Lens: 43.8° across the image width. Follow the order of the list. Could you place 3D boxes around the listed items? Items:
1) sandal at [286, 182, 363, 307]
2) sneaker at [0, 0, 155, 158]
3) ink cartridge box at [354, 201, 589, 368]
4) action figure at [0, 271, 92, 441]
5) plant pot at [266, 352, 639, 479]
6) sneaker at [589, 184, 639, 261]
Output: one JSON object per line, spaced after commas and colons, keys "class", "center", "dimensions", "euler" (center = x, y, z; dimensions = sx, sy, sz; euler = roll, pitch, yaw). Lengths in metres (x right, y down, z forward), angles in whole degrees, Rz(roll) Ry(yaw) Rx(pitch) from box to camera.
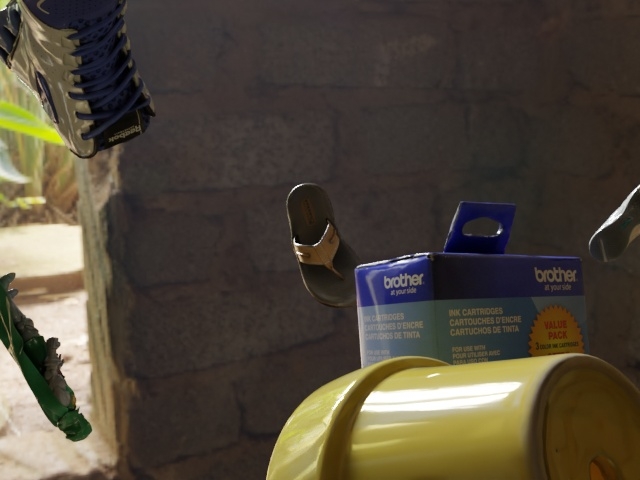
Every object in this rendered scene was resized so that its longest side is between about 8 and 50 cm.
{"class": "sandal", "center": [0.000, 0.000, 1.144], "dimensions": [0.090, 0.219, 0.060], "euler": [-23, -29, 9]}
{"class": "sneaker", "center": [-0.227, -0.189, 0.799], "dimensions": [0.127, 0.182, 0.315], "euler": [-40, 12, -26]}
{"class": "ink cartridge box", "center": [0.192, 0.156, 0.970], "dimensions": [0.270, 0.395, 0.151], "euler": [1, -9, -35]}
{"class": "action figure", "center": [-0.353, 0.152, 0.999], "dimensions": [0.064, 0.232, 0.137], "euler": [-26, -18, -26]}
{"class": "plant pot", "center": [0.125, 0.198, 0.609], "dimensions": [0.254, 0.253, 0.239], "euler": [-12, -14, -42]}
{"class": "sneaker", "center": [0.413, -0.037, 1.040], "dimensions": [0.053, 0.152, 0.061], "euler": [46, 29, 6]}
